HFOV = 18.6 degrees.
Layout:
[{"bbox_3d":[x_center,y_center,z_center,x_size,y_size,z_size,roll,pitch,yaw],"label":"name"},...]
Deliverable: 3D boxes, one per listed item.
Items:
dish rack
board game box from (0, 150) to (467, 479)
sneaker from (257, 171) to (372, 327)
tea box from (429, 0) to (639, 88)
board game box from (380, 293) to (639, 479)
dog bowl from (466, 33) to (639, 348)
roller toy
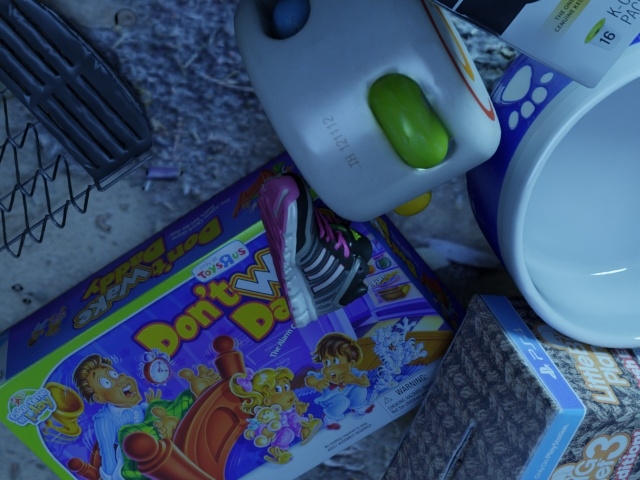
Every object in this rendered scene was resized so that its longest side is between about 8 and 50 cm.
[{"bbox_3d":[-0.273,-0.060,1.502,0.271,0.074,0.208,-33,121,15],"label":"dish rack"},{"bbox_3d":[-0.075,0.096,1.623,0.347,0.078,0.233,-32,121,15],"label":"board game box"},{"bbox_3d":[0.000,0.000,1.471,0.074,0.063,0.170,-18,143,-5],"label":"sneaker"},{"bbox_3d":[0.123,-0.332,1.199,0.323,0.220,0.329,27,120,-19],"label":"tea box"},{"bbox_3d":[0.227,0.181,1.622,0.291,0.141,0.232,4,125,-32],"label":"board game box"},{"bbox_3d":[0.251,-0.053,1.510,0.264,0.104,0.265,-10,125,-15],"label":"dog bowl"},{"bbox_3d":[0.030,-0.117,1.427,0.146,0.209,0.191,-28,79,12],"label":"roller toy"}]
